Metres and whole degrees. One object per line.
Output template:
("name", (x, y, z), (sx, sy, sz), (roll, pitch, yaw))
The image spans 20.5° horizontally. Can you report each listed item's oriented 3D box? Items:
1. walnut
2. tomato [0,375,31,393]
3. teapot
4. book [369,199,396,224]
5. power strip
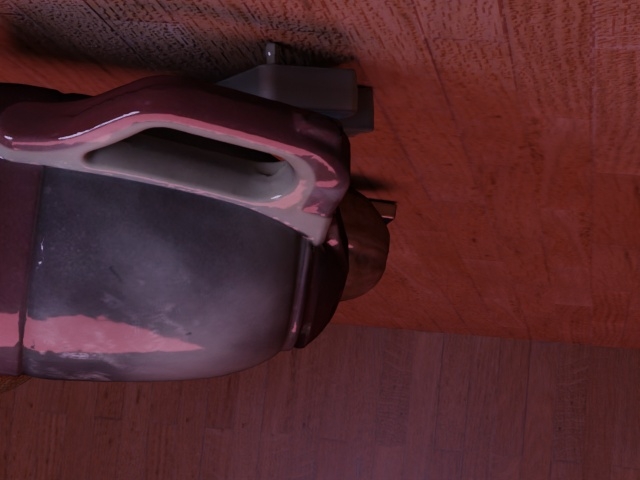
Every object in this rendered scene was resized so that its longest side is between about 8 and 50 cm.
("walnut", (0.001, 0.000, 1.983), (0.140, 0.140, 0.162), (-1, 166, 42))
("tomato", (-0.456, 0.051, 2.319), (0.239, 0.303, 0.303), (-9, 175, -12))
("teapot", (-0.123, -0.018, 1.406), (0.312, 0.233, 0.315), (7, 144, -10))
("book", (-0.019, -0.028, 2.218), (0.191, 0.025, 0.269), (6, 172, -7))
("power strip", (-0.028, -0.116, 1.492), (0.145, 0.061, 0.216), (2, 176, -27))
